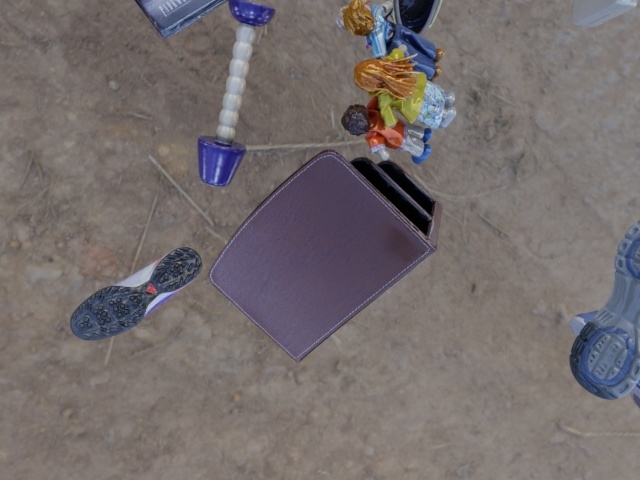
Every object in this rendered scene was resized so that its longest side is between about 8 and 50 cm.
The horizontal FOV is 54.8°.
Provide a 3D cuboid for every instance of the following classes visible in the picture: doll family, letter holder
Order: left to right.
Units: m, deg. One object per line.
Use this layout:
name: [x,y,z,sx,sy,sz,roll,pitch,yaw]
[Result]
letter holder: [0.000,0.000,0.946,0.214,0.152,0.302,42,119,-8]
doll family: [0.096,-0.237,0.811,0.163,0.263,0.118,15,151,-34]

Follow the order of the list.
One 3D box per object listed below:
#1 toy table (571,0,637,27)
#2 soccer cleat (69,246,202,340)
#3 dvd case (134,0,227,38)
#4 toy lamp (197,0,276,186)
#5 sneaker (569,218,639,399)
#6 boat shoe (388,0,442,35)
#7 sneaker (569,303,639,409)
toy table: [0.335,-0.320,0.584,0.252,0.274,0.161,3,89,-5]
soccer cleat: [-0.414,0.125,1.406,0.318,0.116,0.108,-35,92,-25]
dvd case: [-0.099,-0.261,0.398,0.164,0.018,0.221,-37,91,-12]
toy lamp: [-0.134,-0.218,0.937,0.080,0.080,0.274,10,106,-16]
sneaker: [0.437,0.069,0.816,0.129,0.111,0.297,3,119,-50]
boat shoe: [0.179,-0.506,1.048,0.117,0.096,0.324,4,134,-3]
sneaker: [0.671,0.224,1.218,0.182,0.127,0.315,-39,81,-3]
